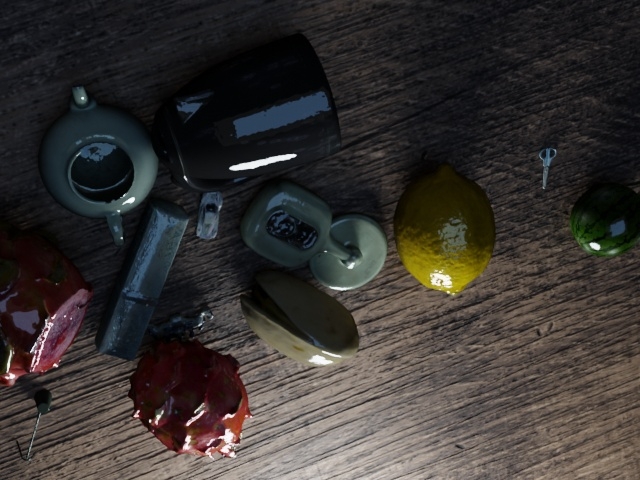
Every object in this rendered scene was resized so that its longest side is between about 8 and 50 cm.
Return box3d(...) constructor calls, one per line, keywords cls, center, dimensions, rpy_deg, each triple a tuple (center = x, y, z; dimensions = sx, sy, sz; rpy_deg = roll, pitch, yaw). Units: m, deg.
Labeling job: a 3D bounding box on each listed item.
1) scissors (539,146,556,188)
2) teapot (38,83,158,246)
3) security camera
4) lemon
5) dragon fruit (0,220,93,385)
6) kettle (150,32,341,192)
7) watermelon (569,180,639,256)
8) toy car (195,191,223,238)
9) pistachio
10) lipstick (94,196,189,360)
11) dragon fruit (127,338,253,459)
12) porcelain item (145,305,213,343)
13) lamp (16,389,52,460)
box3d(cls="scissors", center=(0.437, -0.140, 1.924), dimensions=(0.036, 0.006, 0.083), rpy_deg=(-6, 113, -16))
box3d(cls="teapot", center=(-0.360, -0.125, 1.623), dimensions=(0.193, 0.129, 0.294), rpy_deg=(-14, 114, -10))
box3d(cls="security camera", center=(0.000, 0.000, 1.814), dimensions=(0.302, 0.080, 0.157), rpy_deg=(27, 101, -27))
box3d(cls="lemon", center=(0.227, -0.016, 1.811), dimensions=(0.188, 0.188, 0.256), rpy_deg=(-10, 109, -13))
box3d(cls="dragon fruit", center=(-0.528, 0.080, 1.601), dimensions=(0.291, 0.269, 0.250), rpy_deg=(26, 114, 11))
box3d(cls="kettle", center=(-0.131, -0.178, 1.642), dimensions=(0.290, 0.207, 0.268), rpy_deg=(-22, 151, -9))
box3d(cls="watermelon", center=(0.573, -0.054, 1.927), dimensions=(0.187, 0.141, 0.141), rpy_deg=(-45, 116, 0))
box3d(cls="toy car", center=(-0.197, -0.048, 1.760), dimensions=(0.041, 0.025, 0.093), rpy_deg=(4, 110, -19))
box3d(cls="pistachio", center=(-0.038, 0.148, 1.827), dimensions=(0.238, 0.153, 0.137), rpy_deg=(32, 90, 2))
box3d(cls="lipstick", center=(-0.314, 0.066, 1.742), dimensions=(0.076, 0.077, 0.289), rpy_deg=(17, 105, -22))
box3d(cls="dragon fruit", center=(-0.221, 0.295, 1.790), dimensions=(0.210, 0.205, 0.268), rpy_deg=(-36, 117, 0))
box3d(cls="porcelain item", center=(-0.262, 0.170, 1.832), dimensions=(0.136, 0.021, 0.075), rpy_deg=(-13, 118, -11))
box3d(cls="lamp", center=(-0.516, 0.335, 1.803), dimensions=(0.041, 0.054, 0.121), rpy_deg=(16, 105, -22))
